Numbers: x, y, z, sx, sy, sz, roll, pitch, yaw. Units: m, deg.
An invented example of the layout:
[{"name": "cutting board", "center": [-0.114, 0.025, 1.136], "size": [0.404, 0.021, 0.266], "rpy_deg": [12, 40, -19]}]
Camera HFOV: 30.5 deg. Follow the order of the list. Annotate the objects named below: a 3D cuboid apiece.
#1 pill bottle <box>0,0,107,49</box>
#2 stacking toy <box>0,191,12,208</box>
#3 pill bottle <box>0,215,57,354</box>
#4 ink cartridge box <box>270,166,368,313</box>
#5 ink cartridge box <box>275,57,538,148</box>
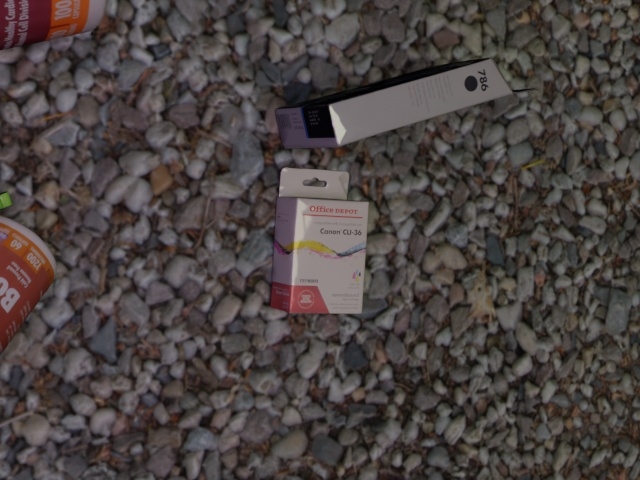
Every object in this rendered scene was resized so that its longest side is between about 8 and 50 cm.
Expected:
[{"name": "pill bottle", "center": [-0.451, -0.300, 1.278], "size": [0.392, 0.224, 0.224], "rpy_deg": [-18, 102, -25]}, {"name": "stacking toy", "center": [-0.486, -0.086, 1.373], "size": [0.221, 0.052, 0.166], "rpy_deg": [-21, 103, -26]}, {"name": "pill bottle", "center": [-0.408, 0.083, 1.351], "size": [0.121, 0.121, 0.216], "rpy_deg": [46, 51, -23]}, {"name": "ink cartridge box", "center": [0.000, 0.000, 1.627], "size": [0.115, 0.067, 0.198], "rpy_deg": [2, 93, -28]}, {"name": "ink cartridge box", "center": [0.120, -0.196, 1.622], "size": [0.333, 0.165, 0.065], "rpy_deg": [-17, 100, -26]}]
